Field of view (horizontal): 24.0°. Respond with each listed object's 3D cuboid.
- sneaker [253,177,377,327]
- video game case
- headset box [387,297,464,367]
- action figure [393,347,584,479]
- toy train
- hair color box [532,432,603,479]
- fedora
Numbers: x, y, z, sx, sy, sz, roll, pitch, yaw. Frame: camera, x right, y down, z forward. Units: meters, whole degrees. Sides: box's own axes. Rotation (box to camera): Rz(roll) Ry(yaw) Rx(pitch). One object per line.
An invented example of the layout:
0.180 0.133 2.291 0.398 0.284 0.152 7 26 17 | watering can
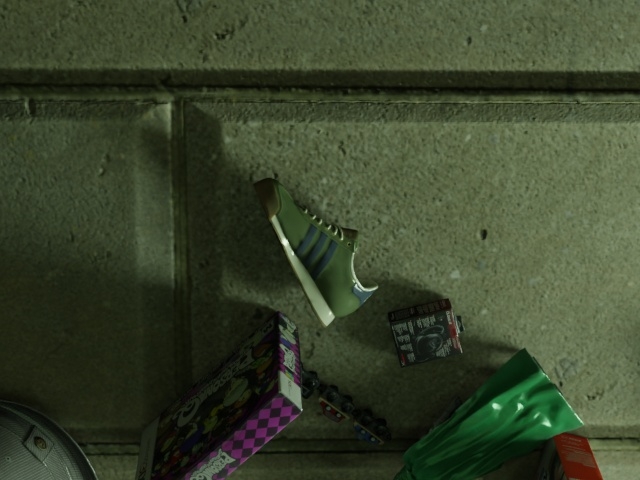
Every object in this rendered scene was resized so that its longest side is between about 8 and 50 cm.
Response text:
0.000 0.000 1.703 0.086 0.064 0.192 -26 111 0 | sneaker
-0.116 0.204 1.695 0.232 0.210 0.042 -41 108 14 | video game case
0.126 0.107 1.763 0.083 0.032 0.062 -15 112 2 | headset box
0.182 0.233 1.799 0.232 0.063 0.137 -35 111 7 | action figure
0.019 0.198 1.797 0.158 0.027 0.036 36 109 -15 | toy train
0.294 0.306 1.776 0.053 0.167 0.093 13 110 -8 | hair color box
-0.395 0.318 1.774 0.244 0.124 0.275 -28 110 9 | fedora
